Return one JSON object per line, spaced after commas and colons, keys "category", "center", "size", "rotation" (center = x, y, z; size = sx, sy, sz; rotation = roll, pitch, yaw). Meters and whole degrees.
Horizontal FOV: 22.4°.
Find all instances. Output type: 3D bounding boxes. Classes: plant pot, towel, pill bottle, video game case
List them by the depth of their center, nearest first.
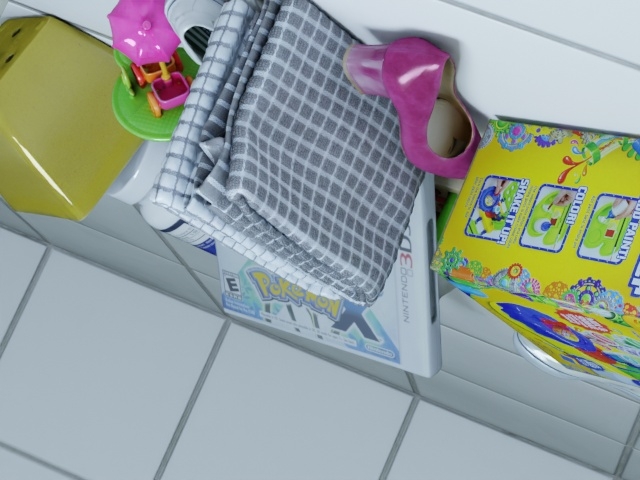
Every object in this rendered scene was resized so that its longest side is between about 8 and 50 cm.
{"category": "towel", "center": [-0.009, -0.088, 1.621], "size": [0.121, 0.235, 0.283], "rotation": [8, 162, 44]}
{"category": "video game case", "center": [0.000, 0.000, 2.014], "size": [0.329, 0.036, 0.300], "rotation": [16, 126, 32]}
{"category": "plant pot", "center": [-0.352, -0.171, 2.069], "size": [0.187, 0.212, 0.212], "rotation": [45, 160, -29]}
{"category": "pill bottle", "center": [-0.150, -0.066, 2.180], "size": [0.264, 0.153, 0.153], "rotation": [26, 169, -30]}

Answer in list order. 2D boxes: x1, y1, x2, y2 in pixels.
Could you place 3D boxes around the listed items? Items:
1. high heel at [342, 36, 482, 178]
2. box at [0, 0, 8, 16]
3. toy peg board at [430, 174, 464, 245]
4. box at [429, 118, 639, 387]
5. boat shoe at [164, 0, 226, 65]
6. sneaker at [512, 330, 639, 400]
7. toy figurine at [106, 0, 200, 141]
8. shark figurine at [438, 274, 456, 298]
{"category": "high heel", "center": [0.130, -0.125, 1.594], "size": [0.117, 0.082, 0.244], "rotation": [9, 155, 40]}
{"category": "box", "center": [-0.393, -0.267, 1.575], "size": [0.148, 0.232, 0.127], "rotation": [21, 168, 16]}
{"category": "toy peg board", "center": [0.132, -0.026, 2.013], "size": [0.160, 0.079, 0.161], "rotation": [17, 167, 30]}
{"category": "box", "center": [0.321, 0.029, 1.634], "size": [0.279, 0.177, 0.290], "rotation": [12, 164, 44]}
{"category": "boat shoe", "center": [-0.078, -0.175, 1.681], "size": [0.083, 0.076, 0.226], "rotation": [-38, 130, 25]}
{"category": "sneaker", "center": [0.405, 0.157, 2.332], "size": [0.258, 0.094, 0.091], "rotation": [17, 150, 12]}
{"category": "toy figurine", "center": [-0.184, -0.220, 1.744], "size": [0.159, 0.130, 0.173], "rotation": [80, 164, -57]}
{"category": "shark figurine", "center": [0.147, 0.054, 2.396], "size": [0.116, 0.166, 0.278], "rotation": [-8, 138, 20]}
